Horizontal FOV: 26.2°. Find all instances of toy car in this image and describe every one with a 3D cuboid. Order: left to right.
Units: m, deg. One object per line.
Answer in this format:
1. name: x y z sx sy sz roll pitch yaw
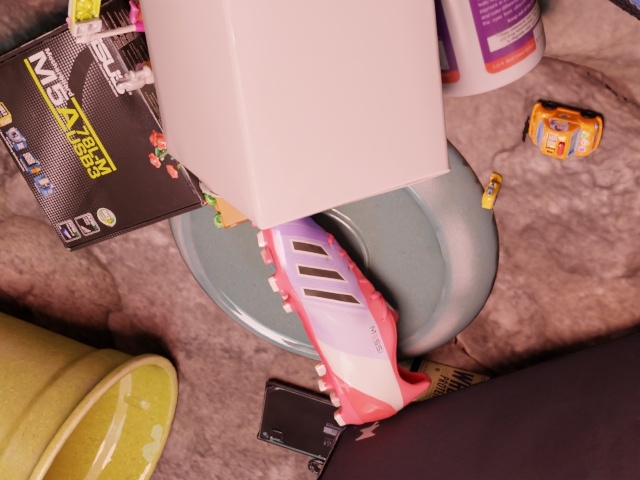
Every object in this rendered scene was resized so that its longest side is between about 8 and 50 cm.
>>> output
1. toy car: 0.177 -0.058 1.110 0.060 0.040 0.122 28 132 0

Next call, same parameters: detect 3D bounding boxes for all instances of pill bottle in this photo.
1. pill bottle: 0.091 -0.210 0.979 0.108 0.108 0.193 -2 125 24

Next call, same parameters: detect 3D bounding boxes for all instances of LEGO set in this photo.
1. LEGO set: -0.127 -0.141 1.086 0.132 0.107 0.287 27 127 47

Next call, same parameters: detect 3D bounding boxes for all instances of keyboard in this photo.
1. keyboard: 0.024 0.205 1.398 0.180 0.023 0.108 17 125 11

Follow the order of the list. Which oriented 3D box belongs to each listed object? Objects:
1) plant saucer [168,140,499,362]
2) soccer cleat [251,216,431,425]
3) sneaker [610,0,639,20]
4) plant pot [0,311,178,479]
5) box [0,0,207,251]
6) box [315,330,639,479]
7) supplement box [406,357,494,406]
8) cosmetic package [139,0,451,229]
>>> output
1. plant saucer: 0.000 0.000 1.231 0.317 0.044 0.318 11 130 14
2. soccer cleat: 0.016 0.051 1.196 0.095 0.083 0.248 -23 113 0
3. sneaker: 0.250 -0.189 0.970 0.209 0.069 0.082 35 99 5
4. plant pot: -0.326 0.184 1.391 0.254 0.276 0.276 26 133 16
5. box: -0.199 -0.097 1.207 0.184 0.045 0.191 -14 110 40
6. box: 0.288 0.347 1.133 0.480 0.297 0.472 -22 105 24
7. supplement box: 0.118 0.167 1.303 0.083 0.056 0.083 14 131 12
8. cosmetic package: -0.038 -0.216 0.906 0.197 0.155 0.366 39 143 55
